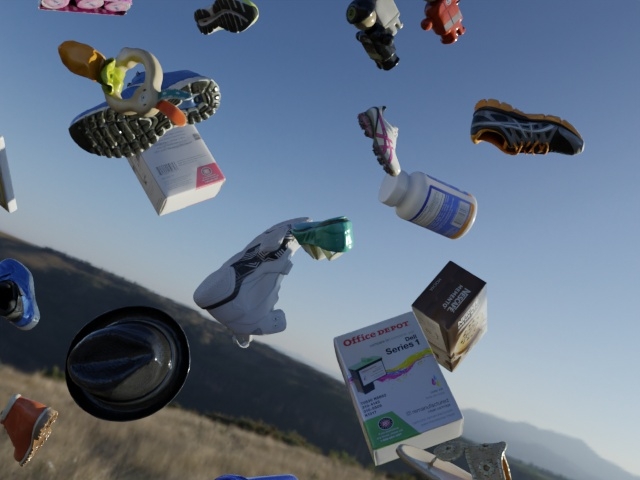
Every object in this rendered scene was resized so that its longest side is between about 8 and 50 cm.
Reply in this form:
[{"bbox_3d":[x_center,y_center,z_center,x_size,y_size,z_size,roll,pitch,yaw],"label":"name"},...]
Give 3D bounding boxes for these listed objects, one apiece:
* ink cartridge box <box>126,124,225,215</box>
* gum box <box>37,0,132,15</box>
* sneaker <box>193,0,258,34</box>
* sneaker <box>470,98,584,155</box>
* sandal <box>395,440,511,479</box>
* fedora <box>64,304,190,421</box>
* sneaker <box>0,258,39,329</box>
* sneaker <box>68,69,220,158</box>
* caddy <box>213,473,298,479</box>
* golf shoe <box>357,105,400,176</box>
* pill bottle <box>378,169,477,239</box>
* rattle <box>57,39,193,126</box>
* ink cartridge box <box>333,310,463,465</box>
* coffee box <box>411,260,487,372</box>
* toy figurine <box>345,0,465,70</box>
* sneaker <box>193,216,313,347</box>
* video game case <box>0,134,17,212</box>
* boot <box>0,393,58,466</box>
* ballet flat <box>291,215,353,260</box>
[{"bbox_3d":[-0.450,-0.244,1.892,0.282,0.207,0.117,59,-35,11],"label":"ink cartridge box"},{"bbox_3d":[-0.500,-0.544,1.333,0.189,0.107,0.062,-9,-6,-35],"label":"gum box"},{"bbox_3d":[-0.208,-0.540,1.488,0.209,0.094,0.081,15,-50,43],"label":"sneaker"},{"bbox_3d":[0.384,-0.195,1.189,0.215,0.083,0.084,20,-18,20],"label":"sneaker"},{"bbox_3d":[0.216,0.284,0.762,0.240,0.079,0.088,29,5,16],"label":"sandal"},{"bbox_3d":[-0.511,0.308,1.606,0.334,0.333,0.152,18,-11,8],"label":"fedora"},{"bbox_3d":[-0.537,0.078,1.082,0.152,0.058,0.084,59,-5,30],"label":"sneaker"},{"bbox_3d":[-0.395,-0.291,1.401,0.147,0.330,0.129,44,-29,42],"label":"sneaker"},{"bbox_3d":[-0.123,0.524,0.973,0.179,0.341,0.241,9,20,-39],"label":"caddy"},{"bbox_3d":[0.168,-0.255,1.612,0.186,0.086,0.067,64,-3,-6],"label":"golf shoe"},{"bbox_3d":[0.316,-0.115,1.886,0.272,0.152,0.152,21,-12,-17],"label":"pill bottle"},{"bbox_3d":[-0.334,-0.281,1.100,0.200,0.130,0.142,44,-7,29],"label":"rattle"},{"bbox_3d":[0.165,0.321,1.399,0.202,0.278,0.117,-18,-37,-5],"label":"ink cartridge box"},{"bbox_3d":[0.350,0.209,1.681,0.119,0.168,0.297,35,-17,30],"label":"coffee box"},{"bbox_3d":[0.163,-0.459,1.217,0.213,0.209,0.148,-16,-48,27],"label":"toy figurine"},{"bbox_3d":[-0.131,0.108,1.640,0.210,0.366,0.137,56,-14,-18],"label":"sneaker"},{"bbox_3d":[-0.792,-0.199,1.458,0.206,0.026,0.226,35,-42,16],"label":"video game case"},{"bbox_3d":[-0.511,0.323,1.082,0.085,0.157,0.059,30,32,-3],"label":"boot"},{"bbox_3d":[0.000,0.000,1.304,0.083,0.087,0.247,-10,3,-19],"label":"ballet flat"}]
